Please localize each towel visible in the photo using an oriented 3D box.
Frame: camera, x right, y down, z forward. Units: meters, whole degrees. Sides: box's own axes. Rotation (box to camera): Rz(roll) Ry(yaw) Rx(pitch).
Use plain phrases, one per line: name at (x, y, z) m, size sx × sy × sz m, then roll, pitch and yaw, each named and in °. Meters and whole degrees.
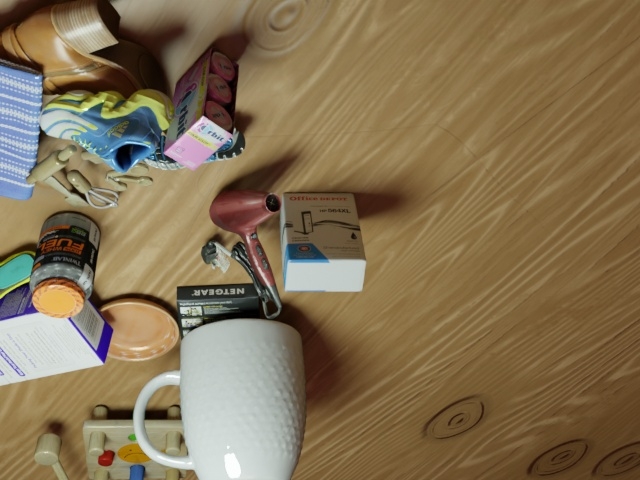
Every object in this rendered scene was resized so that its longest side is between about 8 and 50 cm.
towel at (-0.596, -0.191, 1.369) m, size 0.243 × 0.040 × 0.336 m, roll 14°, pitch 143°, yaw -13°

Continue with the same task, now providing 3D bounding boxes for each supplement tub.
supplement tub at (-0.487, 0.048, 1.563) m, size 0.117 × 0.190 × 0.117 m, roll -4°, pitch 134°, yaw -4°

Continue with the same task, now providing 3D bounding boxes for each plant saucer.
plant saucer at (-0.414, 0.193, 1.816) m, size 0.199 × 0.037 × 0.200 m, roll -4°, pitch 135°, yaw -4°

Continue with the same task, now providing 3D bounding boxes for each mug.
mug at (-0.213, 0.374, 1.766) m, size 0.374 × 0.328 × 0.276 m, roll -1°, pitch 150°, yaw -8°

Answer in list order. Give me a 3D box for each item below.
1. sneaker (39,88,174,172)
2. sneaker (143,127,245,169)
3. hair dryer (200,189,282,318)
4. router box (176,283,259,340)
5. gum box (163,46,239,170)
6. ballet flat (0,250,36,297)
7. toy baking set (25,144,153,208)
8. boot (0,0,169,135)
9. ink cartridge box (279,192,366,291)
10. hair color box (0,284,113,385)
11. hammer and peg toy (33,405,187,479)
sneaker at (-0.350, -0.169, 1.288) m, size 0.240 × 0.126 × 0.091 m, roll -6°, pitch 148°, yaw 20°
sneaker at (-0.232, -0.161, 1.472) m, size 0.190 × 0.083 × 0.071 m, roll -4°, pitch 90°, yaw -10°
hair dryer at (-0.125, -0.001, 1.575) m, size 0.223 × 0.080 × 0.294 m, roll 38°, pitch 143°, yaw 16°
router box at (-0.222, 0.158, 1.801) m, size 0.178 × 0.046 × 0.133 m, roll -2°, pitch 133°, yaw -6°
gum box at (-0.193, -0.222, 1.352) m, size 0.062 × 0.188 × 0.107 m, roll 30°, pitch 131°, yaw -31°
ballet flat at (-0.654, 0.083, 1.656) m, size 0.231 × 0.077 × 0.077 m, roll -23°, pitch 90°, yaw 7°
toy baking set at (-0.417, -0.103, 1.461) m, size 0.256 × 0.030 × 0.196 m, roll -20°, pitch 152°, yaw 38°
boot at (-0.391, -0.260, 1.348) m, size 0.220 × 0.109 × 0.283 m, roll -13°, pitch 145°, yaw 16°
ink cartridge box at (0.000, 0.000, 1.572) m, size 0.148 × 0.203 × 0.086 m, roll -1°, pitch 132°, yaw -7°
hair color box at (-0.634, 0.199, 1.721) m, size 0.338 × 0.110 × 0.185 m, roll -13°, pitch 131°, yaw 12°
hammer and peg toy at (-0.517, 0.530, 2.063) m, size 0.361 × 0.127 × 0.266 m, roll 1°, pitch 135°, yaw -8°
